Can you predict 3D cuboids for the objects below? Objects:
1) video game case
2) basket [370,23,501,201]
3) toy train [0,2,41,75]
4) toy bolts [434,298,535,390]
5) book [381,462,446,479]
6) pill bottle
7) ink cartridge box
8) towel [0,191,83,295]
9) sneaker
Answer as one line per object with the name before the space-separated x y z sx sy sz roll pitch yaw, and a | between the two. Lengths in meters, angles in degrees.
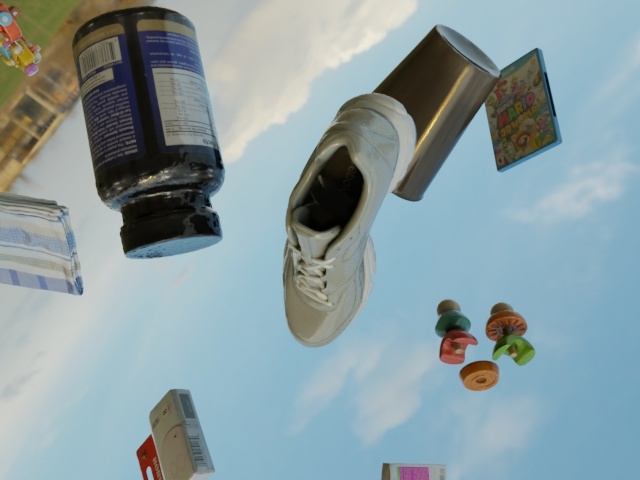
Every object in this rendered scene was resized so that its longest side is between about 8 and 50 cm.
video game case | 0.318 -0.207 1.109 0.119 0.015 0.166 -28 -120 49
basket | 0.163 -0.213 1.104 0.227 0.154 0.204 -52 -130 30
toy train | -0.451 -0.305 1.003 0.046 0.125 0.166 -41 -141 -21
toy bolts | 0.373 0.240 1.711 0.158 0.228 0.218 -94 -152 -46
book | 0.175 0.460 1.276 0.035 0.144 0.096 -20 -118 52
pill bottle | -0.160 -0.098 0.667 0.123 0.123 0.219 -22 -102 52
ink cartridge box | -0.313 0.440 1.385 0.232 0.066 0.189 -46 -129 23
towel | -0.543 0.010 1.251 0.285 0.209 0.034 106 -8 -54
sneaker | 0.000 0.000 0.627 0.121 0.099 0.262 -42 150 -56
